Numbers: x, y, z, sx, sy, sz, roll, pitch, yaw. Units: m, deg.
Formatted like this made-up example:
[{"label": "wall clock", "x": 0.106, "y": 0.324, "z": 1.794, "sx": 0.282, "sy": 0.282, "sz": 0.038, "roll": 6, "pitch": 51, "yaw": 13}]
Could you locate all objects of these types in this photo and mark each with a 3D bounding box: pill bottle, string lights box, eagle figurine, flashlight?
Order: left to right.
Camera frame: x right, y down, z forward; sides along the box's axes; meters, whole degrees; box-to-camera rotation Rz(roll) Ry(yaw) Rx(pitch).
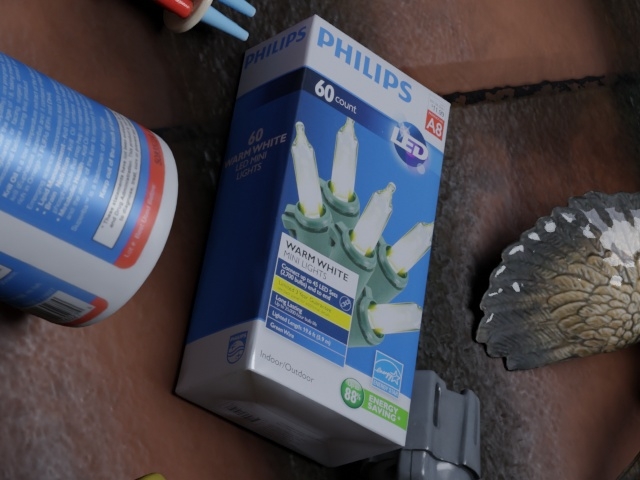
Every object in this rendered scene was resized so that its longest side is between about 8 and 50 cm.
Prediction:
[{"label": "pill bottle", "x": -0.196, "y": -0.046, "z": 0.963, "sx": 0.221, "sy": 0.124, "sz": 0.124, "roll": 28, "pitch": 57, "yaw": -36}, {"label": "string lights box", "x": 0.000, "y": 0.000, "z": 1.173, "sx": 0.133, "sy": 0.077, "sz": 0.259, "roll": 29, "pitch": 56, "yaw": -33}, {"label": "flashlight", "x": 0.058, "y": 0.243, "z": 1.134, "sx": 0.103, "sy": 0.103, "sz": 0.304, "roll": 28, "pitch": 53, "yaw": -30}, {"label": "eagle figurine", "x": 0.291, "y": 0.066, "z": 1.362, "sx": 0.298, "sy": 0.226, "sz": 0.225, "roll": -16, "pitch": 107, "yaw": -51}]

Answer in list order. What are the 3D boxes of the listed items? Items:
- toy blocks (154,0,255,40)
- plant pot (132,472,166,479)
[{"label": "toy blocks", "x": -0.100, "y": -0.201, "z": 1.165, "sx": 0.148, "sy": 0.054, "sz": 0.123, "roll": 28, "pitch": 58, "yaw": -35}, {"label": "plant pot", "x": -0.109, "y": 0.177, "z": 1.003, "sx": 0.081, "sy": 0.081, "sz": 0.083, "roll": 55, "pitch": 35, "yaw": -14}]
